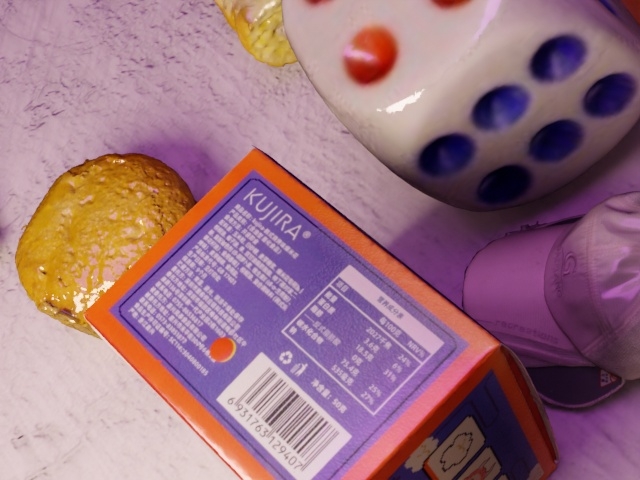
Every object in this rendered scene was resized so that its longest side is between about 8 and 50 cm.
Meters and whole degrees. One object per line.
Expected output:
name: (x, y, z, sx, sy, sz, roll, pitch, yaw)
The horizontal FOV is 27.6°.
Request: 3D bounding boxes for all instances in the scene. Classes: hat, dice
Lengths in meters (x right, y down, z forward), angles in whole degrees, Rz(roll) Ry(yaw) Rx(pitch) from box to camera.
hat: (0.282, 0.039, 1.343, 0.275, 0.161, 0.232, -2, 57, 24)
dice: (0.160, -0.226, 1.416, 0.277, 0.304, 0.304, -40, 52, 20)

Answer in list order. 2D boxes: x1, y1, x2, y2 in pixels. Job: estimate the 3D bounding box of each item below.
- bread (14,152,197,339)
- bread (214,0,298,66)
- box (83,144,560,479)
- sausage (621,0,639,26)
bread: (-0.247, 0.008, 1.573, 0.239, 0.139, 0.240, -9, 59, 16)
bread: (-0.070, -0.417, 1.735, 0.236, 0.165, 0.375, -28, 55, -1)
box: (0.013, 0.145, 1.285, 0.257, 0.318, 0.348, -46, 55, -7)
sausage: (0.386, -0.281, 1.514, 0.112, 0.112, 0.328, -29, 54, 3)
